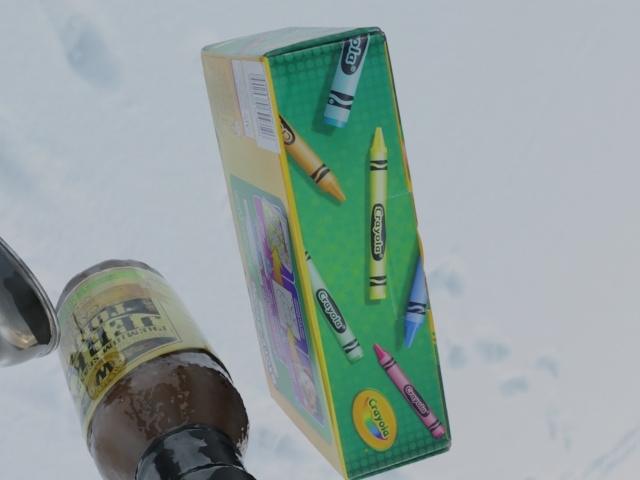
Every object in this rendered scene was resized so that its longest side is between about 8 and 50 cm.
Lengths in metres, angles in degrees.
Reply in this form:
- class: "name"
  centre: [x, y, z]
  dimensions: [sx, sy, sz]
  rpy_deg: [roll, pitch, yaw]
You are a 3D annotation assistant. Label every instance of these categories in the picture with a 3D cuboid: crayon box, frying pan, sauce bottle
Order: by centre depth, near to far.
- class: "frying pan"
  centre: [-0.236, 0.011, 0.707]
  dimensions: [0.197, 0.326, 0.053]
  rpy_deg: [47, 55, -17]
- class: "crayon box"
  centre: [0.000, 0.000, 0.718]
  dimensions: [0.081, 0.165, 0.278]
  rpy_deg: [-15, 106, -16]
- class: "sauce bottle"
  centre: [-0.112, 0.112, 0.734]
  dimensions: [0.111, 0.344, 0.111]
  rpy_deg: [-7, 109, -20]
